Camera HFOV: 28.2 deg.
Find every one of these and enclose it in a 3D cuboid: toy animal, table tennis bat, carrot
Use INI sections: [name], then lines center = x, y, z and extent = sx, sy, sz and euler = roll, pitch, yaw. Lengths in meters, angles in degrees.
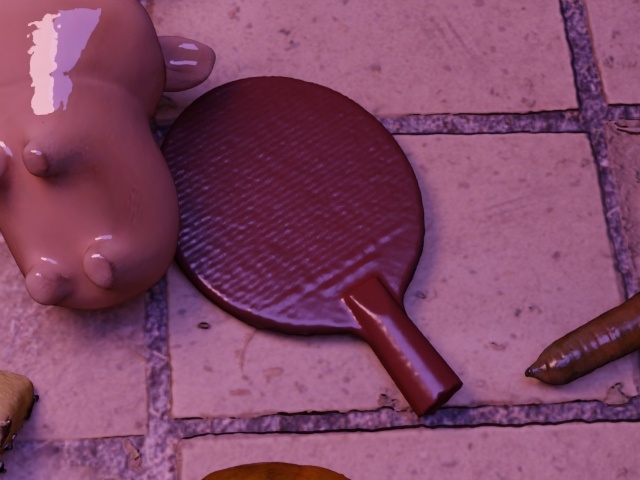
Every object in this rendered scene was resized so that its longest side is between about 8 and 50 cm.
[toy animal]
center = -0.231, -0.101, 1.214
extent = 0.237, 0.269, 0.326
euler = -10, 111, 11
[table tennis bat]
center = 0.000, 0.000, 1.300
extent = 0.268, 0.051, 0.414
euler = -32, 73, -18
[carrot]
center = 0.355, 0.068, 1.307
extent = 0.342, 0.070, 0.070
euler = -25, 72, -11

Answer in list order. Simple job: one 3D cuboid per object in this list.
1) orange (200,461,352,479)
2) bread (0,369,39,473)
[orange]
center = -0.039, 0.299, 1.097
extent = 0.240, 0.171, 0.240
euler = 3, 65, -7
[bread]
center = -0.354, 0.172, 1.175
extent = 0.147, 0.127, 0.152
euler = 23, 99, 1
